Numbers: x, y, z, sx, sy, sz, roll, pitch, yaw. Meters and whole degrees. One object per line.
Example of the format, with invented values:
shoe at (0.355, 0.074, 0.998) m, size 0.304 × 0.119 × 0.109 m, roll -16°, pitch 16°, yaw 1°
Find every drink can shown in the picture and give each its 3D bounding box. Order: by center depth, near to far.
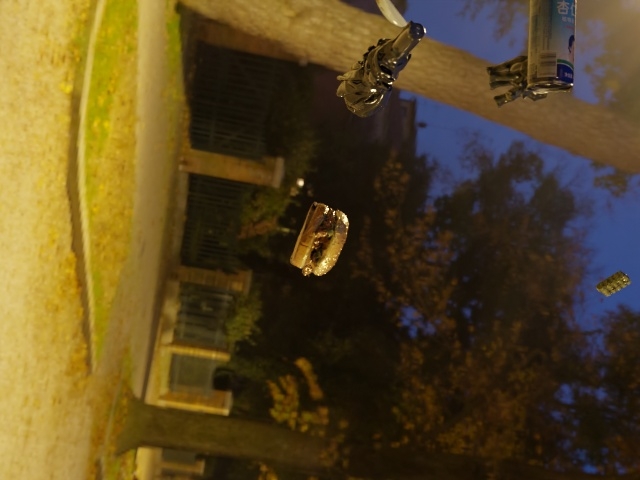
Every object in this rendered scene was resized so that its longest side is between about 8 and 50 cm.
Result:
drink can at (0.468, -0.422, 1.611) m, size 0.097 × 0.097 × 0.235 m, roll 167°, pitch -75°, yaw -82°

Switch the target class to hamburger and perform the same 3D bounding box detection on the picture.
hamburger at (-0.003, 0.006, 2.024) m, size 0.191 × 0.118 × 0.182 m, roll -64°, pitch -179°, yaw 15°

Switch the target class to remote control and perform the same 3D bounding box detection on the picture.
remote control at (0.133, -0.500, 1.679) m, size 0.027 × 0.050 × 0.184 m, roll -51°, pitch 153°, yaw 7°

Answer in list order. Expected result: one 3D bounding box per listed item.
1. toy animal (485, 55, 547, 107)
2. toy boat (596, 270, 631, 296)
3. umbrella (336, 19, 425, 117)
toy animal at (0.519, -0.429, 2.094) m, size 0.245 × 0.146 × 0.114 m, roll -86°, pitch 161°, yaw -50°
toy boat at (0.609, 0.090, 1.650) m, size 0.115 × 0.063 × 0.016 m, roll 19°, pitch 41°, yaw -60°
umbrella at (0.123, -0.337, 1.544) m, size 0.340 × 0.118 × 0.118 m, roll 146°, pitch -46°, yaw -70°
